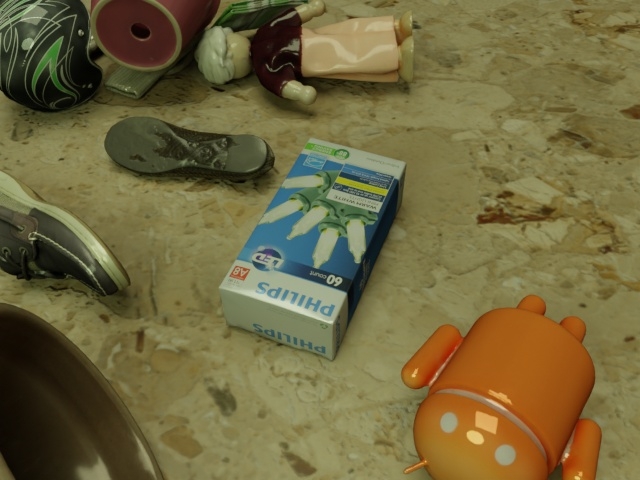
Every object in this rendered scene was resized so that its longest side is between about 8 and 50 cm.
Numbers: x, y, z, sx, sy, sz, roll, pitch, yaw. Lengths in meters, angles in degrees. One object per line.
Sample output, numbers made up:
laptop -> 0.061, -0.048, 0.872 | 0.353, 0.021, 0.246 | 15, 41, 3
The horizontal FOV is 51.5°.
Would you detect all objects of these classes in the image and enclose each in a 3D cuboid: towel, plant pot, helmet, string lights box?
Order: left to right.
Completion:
plant pot -> -0.275, 0.215, 0.505 | 0.229, 0.263, 0.263 | -33, 53, -4
helmet -> -0.413, -0.285, 0.978 | 0.169, 0.161, 0.169 | 0, 64, 0
plant pot -> -0.254, -0.357, 0.980 | 0.201, 0.201, 0.180 | 1, 51, 3
towel -> -0.103, -0.369, 1.097 | 0.152, 0.113, 0.023 | -23, 92, -31
string lights box -> 0.000, 0.000, 0.783 | 0.133, 0.077, 0.260 | 16, 51, 14

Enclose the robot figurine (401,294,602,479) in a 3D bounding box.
robot figurine -> 0.170, 0.151, 0.609 | 0.158, 0.128, 0.219 | 52, 57, -12

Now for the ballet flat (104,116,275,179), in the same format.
ballet flat -> -0.181, -0.122, 0.919 | 0.249, 0.058, 0.084 | 6, 84, 14

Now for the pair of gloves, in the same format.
pair of gloves -> -0.326, -0.336, 1.119 | 0.240, 0.042, 0.204 | 28, 55, 25

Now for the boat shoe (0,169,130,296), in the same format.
boat shoe -> -0.338, 0.003, 0.779 | 0.285, 0.103, 0.092 | 28, 60, 29

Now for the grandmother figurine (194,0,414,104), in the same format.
grandmother figurine -> -0.029, -0.290, 1.035 | 0.342, 0.104, 0.208 | 0, 49, 5
